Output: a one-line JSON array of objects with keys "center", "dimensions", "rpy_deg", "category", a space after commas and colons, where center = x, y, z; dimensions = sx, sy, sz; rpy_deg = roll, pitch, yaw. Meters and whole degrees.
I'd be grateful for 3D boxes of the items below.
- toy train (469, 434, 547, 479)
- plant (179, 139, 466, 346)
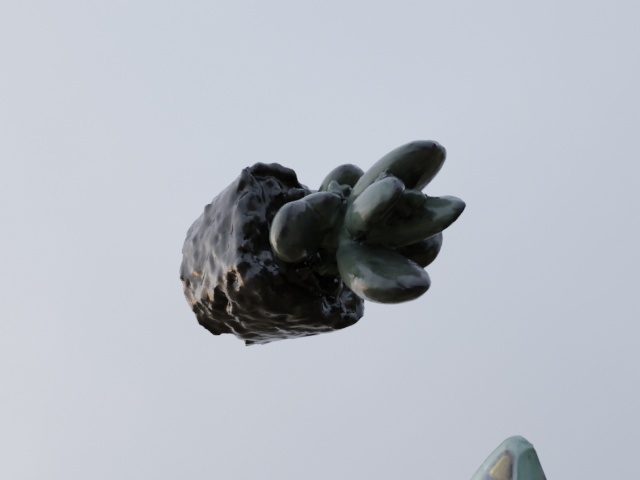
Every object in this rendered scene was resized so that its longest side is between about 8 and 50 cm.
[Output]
[{"center": [0.059, 0.192, 0.454], "dimensions": [0.048, 0.055, 0.251], "rpy_deg": [-11, -67, -25], "category": "toy train"}, {"center": [-0.001, -0.002, 0.942], "dimensions": [0.149, 0.146, 0.274], "rpy_deg": [7, -16, -37], "category": "plant"}]
